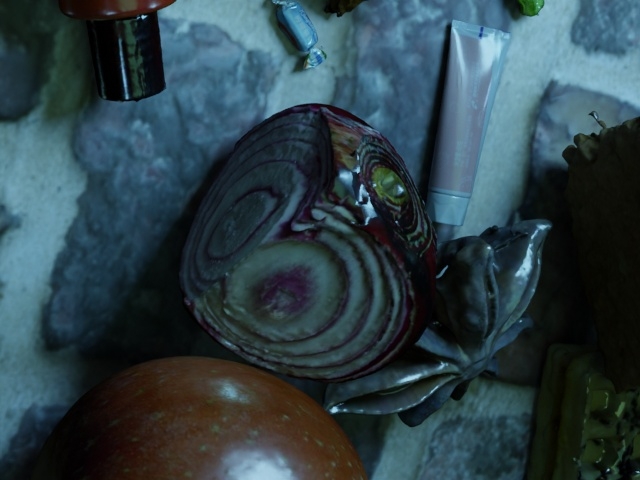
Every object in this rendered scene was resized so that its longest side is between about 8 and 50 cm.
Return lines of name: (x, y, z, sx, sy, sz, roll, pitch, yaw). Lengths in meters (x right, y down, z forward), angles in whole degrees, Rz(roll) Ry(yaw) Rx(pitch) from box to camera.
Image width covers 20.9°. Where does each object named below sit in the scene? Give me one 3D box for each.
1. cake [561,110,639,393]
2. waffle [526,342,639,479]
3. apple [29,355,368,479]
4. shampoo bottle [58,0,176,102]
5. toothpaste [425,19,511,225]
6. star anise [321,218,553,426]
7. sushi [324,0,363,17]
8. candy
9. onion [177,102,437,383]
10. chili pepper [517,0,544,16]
cake: (0.414, -0.011, 1.675, 0.290, 0.256, 0.282, -10, 84, -19)
waffle: (0.402, 0.232, 1.868, 0.376, 0.114, 0.260, 2, 105, -25)
apple: (-0.117, 0.273, 1.516, 0.277, 0.348, 0.348, 17, 98, -20)
shampoo bottle: (-0.177, -0.254, 1.461, 0.104, 0.104, 0.278, -14, 111, -20)
toothpaste: (0.138, -0.113, 1.687, 0.067, 0.043, 0.194, 9, 96, -25)
star anise: (0.125, 0.077, 1.698, 0.198, 0.110, 0.257, 10, 119, -52)
sushi: (0.110, -0.319, 1.560, 0.149, 0.140, 0.287, 22, 97, 9)
candy: (-0.022, -0.194, 1.597, 0.030, 0.020, 0.083, -39, 117, -11)
onion: (0.004, 0.003, 1.566, 0.216, 0.206, 0.207, -32, 121, 24)
chili pepper: (0.189, -0.254, 1.671, 0.034, 0.030, 0.091, -33, 117, 16)
